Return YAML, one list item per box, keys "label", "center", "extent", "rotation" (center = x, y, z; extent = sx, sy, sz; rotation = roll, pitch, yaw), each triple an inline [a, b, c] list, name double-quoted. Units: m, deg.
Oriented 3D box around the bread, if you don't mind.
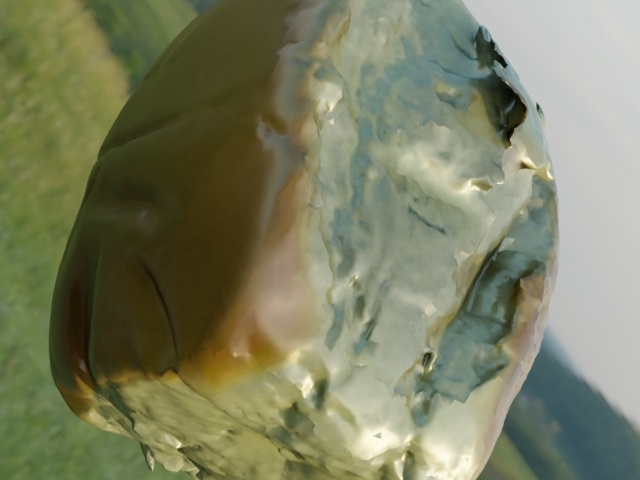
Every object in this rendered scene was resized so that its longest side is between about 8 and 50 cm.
- label: "bread"
  center: [0.000, 0.000, 0.835]
  extent: [0.225, 0.250, 0.279]
  rotation: [29, -20, -12]
